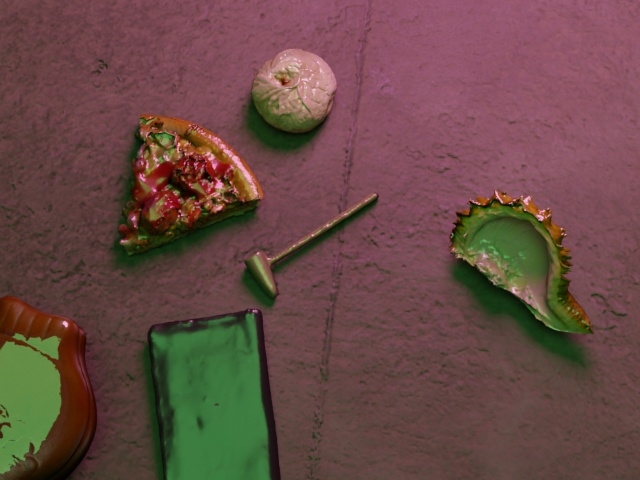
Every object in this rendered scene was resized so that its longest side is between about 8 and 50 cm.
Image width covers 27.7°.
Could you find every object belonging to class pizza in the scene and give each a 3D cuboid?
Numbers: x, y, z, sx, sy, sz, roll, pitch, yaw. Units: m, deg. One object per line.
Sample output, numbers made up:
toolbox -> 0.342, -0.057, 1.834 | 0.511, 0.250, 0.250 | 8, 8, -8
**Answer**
pizza -> -0.183, -0.059, 1.663 | 0.201, 0.053, 0.193 | 27, 76, 8

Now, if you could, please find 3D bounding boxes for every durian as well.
durian -> 0.267, 0.026, 1.615 | 0.224, 0.078, 0.140 | 49, 124, 2

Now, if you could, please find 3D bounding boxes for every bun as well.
bun -> -0.033, -0.199, 1.693 | 0.115, 0.069, 0.115 | 0, 74, -1

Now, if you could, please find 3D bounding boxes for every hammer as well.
hammer -> 0.000, 0.000, 1.659 | 0.195, 0.028, 0.060 | -32, 81, -9

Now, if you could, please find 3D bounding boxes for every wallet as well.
wallet -> -0.127, 0.231, 1.591 | 0.146, 0.030, 0.285 | -7, 75, -4

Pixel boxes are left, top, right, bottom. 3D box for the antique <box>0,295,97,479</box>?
antique -> -0.380, 0.211, 1.548 | 0.223, 0.129, 0.278 | 15, 75, 6
